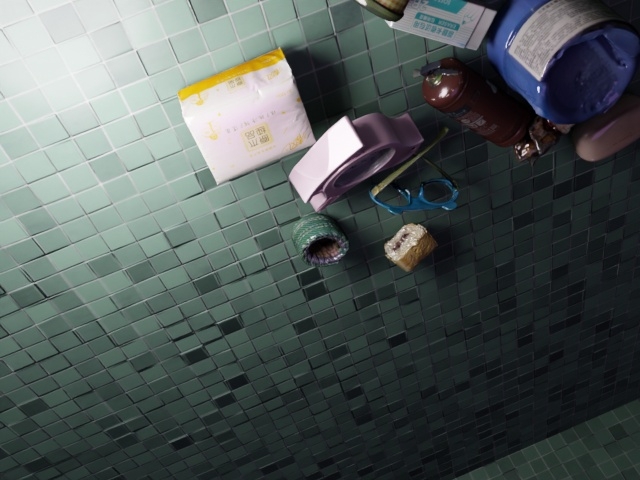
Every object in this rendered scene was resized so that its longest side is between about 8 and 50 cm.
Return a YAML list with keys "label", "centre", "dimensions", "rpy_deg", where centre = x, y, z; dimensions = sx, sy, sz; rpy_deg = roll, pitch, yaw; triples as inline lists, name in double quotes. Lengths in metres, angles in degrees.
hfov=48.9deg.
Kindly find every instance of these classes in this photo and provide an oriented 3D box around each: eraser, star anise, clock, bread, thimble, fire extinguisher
- label: "eraser"
  centre: [0.243, -0.461, 1.434]
  dimensions: [0.225, 0.052, 0.095]
  rpy_deg: [5, 127, -29]
- label: "star anise"
  centre: [0.550, -0.286, 1.678]
  dimensions: [0.236, 0.109, 0.223]
  rpy_deg: [-42, 175, -20]
- label: "clock"
  centre: [0.067, -0.168, 1.562]
  dimensions: [0.275, 0.080, 0.290]
  rpy_deg: [-17, 163, -46]
- label: "bread"
  centre: [0.236, 0.015, 1.869]
  dimensions: [0.125, 0.082, 0.106]
  rpy_deg: [-44, 145, 5]
- label: "thimble"
  centre: [-0.001, -0.002, 1.733]
  dimensions: [0.135, 0.090, 0.118]
  rpy_deg: [10, 127, -33]
- label: "fire extinguisher"
  centre: [0.331, -0.316, 1.557]
  dimensions: [0.337, 0.135, 0.114]
  rpy_deg: [20, 85, -36]

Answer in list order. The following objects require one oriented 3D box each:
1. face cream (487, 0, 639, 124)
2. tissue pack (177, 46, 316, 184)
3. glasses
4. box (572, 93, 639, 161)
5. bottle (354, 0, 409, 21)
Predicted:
- label: "face cream"
  centre: [0.513, -0.398, 1.495]
  dimensions: [0.249, 0.225, 0.249]
  rpy_deg: [-12, 135, -12]
- label: "tissue pack"
  centre: [-0.145, -0.247, 1.410]
  dimensions: [0.225, 0.124, 0.185]
  rpy_deg: [-23, 139, -2]
- label: "glasses"
  centre: [0.237, -0.174, 1.704]
  dimensions: [0.239, 0.102, 0.206]
  rpy_deg: [-3, 104, -20]
- label: "box"
  centre: [0.741, -0.287, 1.799]
  dimensions: [0.200, 0.088, 0.146]
  rpy_deg: [-31, 137, 8]
- label: "bottle"
  centre: [0.163, -0.535, 1.261]
  dimensions: [0.156, 0.143, 0.271]
  rpy_deg: [20, 120, -26]
